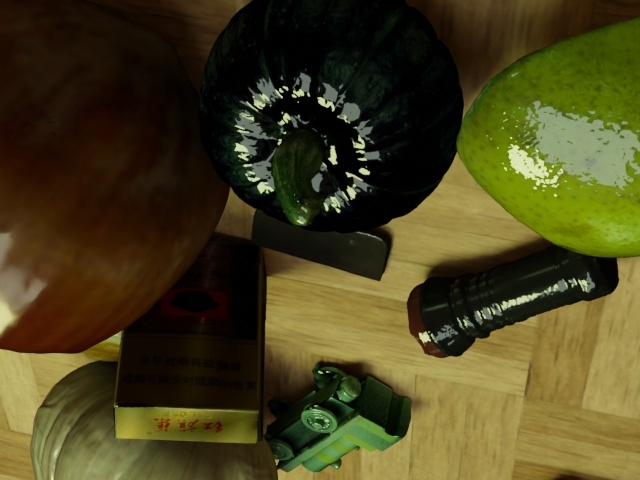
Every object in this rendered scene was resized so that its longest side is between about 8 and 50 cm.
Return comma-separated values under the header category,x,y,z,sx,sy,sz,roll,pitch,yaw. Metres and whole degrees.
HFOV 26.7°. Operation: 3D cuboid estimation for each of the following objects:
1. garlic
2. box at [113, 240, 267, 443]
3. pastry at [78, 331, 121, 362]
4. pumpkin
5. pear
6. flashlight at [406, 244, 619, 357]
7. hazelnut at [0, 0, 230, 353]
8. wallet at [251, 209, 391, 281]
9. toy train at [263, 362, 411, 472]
category,x,y,z,sx,sy,sz,roll,pitch,yaw
garlic,-0.213,0.293,1.670,0.317,0.317,0.259,32,96,-14
box,-0.139,0.105,1.471,0.159,0.240,0.071,2,137,-3
pastry,-0.234,0.096,1.602,0.156,0.092,0.156,1,167,0
pumpkin,0.003,-0.103,1.209,0.248,0.248,0.248,11,138,10
pear,0.246,-0.079,1.167,0.239,0.139,0.288,12,143,-24
flashlight,0.205,0.053,1.430,0.232,0.093,0.093,-23,124,31
hazelnut,-0.278,-0.059,1.329,0.366,0.366,0.366,11,138,10
wallet,0.000,0.000,1.492,0.156,0.018,0.082,15,140,5
toy train,0.008,0.238,1.703,0.132,0.083,0.200,31,139,-18
